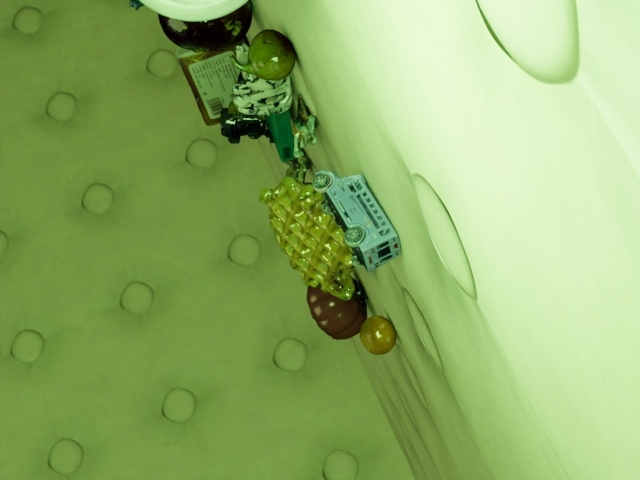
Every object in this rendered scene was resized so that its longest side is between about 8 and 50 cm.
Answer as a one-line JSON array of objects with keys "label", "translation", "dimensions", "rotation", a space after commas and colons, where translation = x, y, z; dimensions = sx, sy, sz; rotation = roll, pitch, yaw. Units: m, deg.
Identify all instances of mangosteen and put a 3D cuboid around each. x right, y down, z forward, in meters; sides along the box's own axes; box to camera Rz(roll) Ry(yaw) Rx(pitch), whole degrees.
[{"label": "mangosteen", "translation": [-0.229, -0.483, 1.783], "dimensions": [0.192, 0.192, 0.217], "rotation": [-127, 37, -74]}]

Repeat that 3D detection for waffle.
[{"label": "waffle", "translation": [-0.001, 0.001, 1.703], "dimensions": [0.291, 0.051, 0.291], "rotation": [33, 144, 28]}]

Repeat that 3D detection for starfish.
[{"label": "starfish", "translation": [-0.052, -0.165, 2.089], "dimensions": [0.223, 0.050, 0.216], "rotation": [-152, 56, -78]}]

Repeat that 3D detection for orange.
[{"label": "orange", "translation": [0.120, 0.196, 1.851], "dimensions": [0.083, 0.070, 0.083], "rotation": [50, 158, 28]}]

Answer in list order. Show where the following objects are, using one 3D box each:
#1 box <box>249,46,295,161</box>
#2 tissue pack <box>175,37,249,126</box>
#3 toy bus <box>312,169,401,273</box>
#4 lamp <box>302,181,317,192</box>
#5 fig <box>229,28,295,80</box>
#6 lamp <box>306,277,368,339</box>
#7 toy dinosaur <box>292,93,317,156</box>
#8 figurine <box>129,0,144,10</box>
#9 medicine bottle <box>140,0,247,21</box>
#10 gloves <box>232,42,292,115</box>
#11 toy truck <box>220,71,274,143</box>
[{"label": "box", "translation": [-0.101, -0.294, 1.936], "dimensions": [0.226, 0.042, 0.160], "rotation": [83, 167, -65]}, {"label": "tissue pack", "translation": [-0.255, -0.426, 2.327], "dimensions": [0.092, 0.183, 0.226], "rotation": [-112, 1, -51]}, {"label": "toy bus", "translation": [0.051, -0.038, 1.312], "dimensions": [0.167, 0.076, 0.073], "rotation": [61, 175, 34]}, {"label": "lamp", "translation": [-0.026, -0.054, 1.838], "dimensions": [0.136, 0.136, 0.136], "rotation": [156, 90, -86]}, {"label": "fig", "translation": [-0.089, -0.298, 1.477], "dimensions": [0.084, 0.098, 0.082], "rotation": [55, 178, -15]}, {"label": "lamp", "translation": [0.048, 0.147, 2.149], "dimensions": [0.182, 0.140, 0.182], "rotation": [56, -164, -25]}, {"label": "toy dinosaur", "translation": [-0.034, -0.224, 1.669], "dimensions": [0.187, 0.044, 0.106], "rotation": [-98, 3, -52]}, {"label": "figurine", "translation": [-0.448, -0.800, 2.496], "dimensions": [0.243, 0.298, 0.416], "rotation": [2, -119, -56]}, {"label": "medicine bottle", "translation": [-0.195, -0.440, 1.217], "dimensions": [0.339, 0.208, 0.208], "rotation": [-121, 8, -58]}, {"label": "gloves", "translation": [-0.107, -0.300, 1.688], "dimensions": [0.212, 0.111, 0.127], "rotation": [-118, 31, -84]}, {"label": "toy truck", "translation": [-0.166, -0.329, 2.221], "dimensions": [0.224, 0.148, 0.165], "rotation": [100, 170, -88]}]
